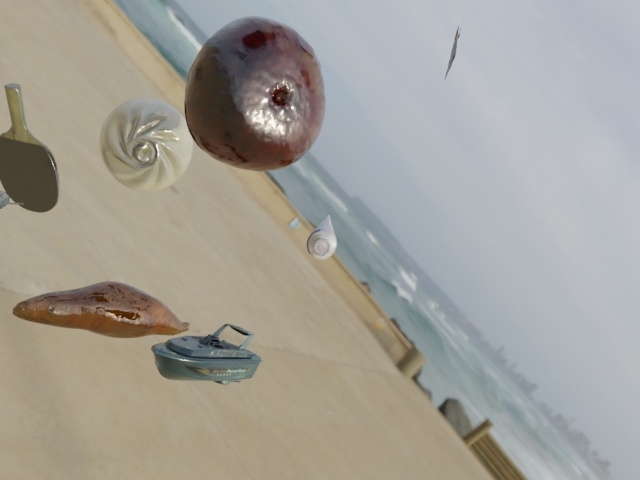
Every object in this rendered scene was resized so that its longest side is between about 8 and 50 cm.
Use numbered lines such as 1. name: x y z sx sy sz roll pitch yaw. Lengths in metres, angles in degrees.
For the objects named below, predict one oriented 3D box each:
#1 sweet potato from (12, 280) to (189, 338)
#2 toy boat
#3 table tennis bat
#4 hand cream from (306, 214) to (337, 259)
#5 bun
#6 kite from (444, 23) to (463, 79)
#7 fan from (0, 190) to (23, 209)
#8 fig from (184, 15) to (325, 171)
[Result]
1. sweet potato: -0.414 0.137 1.347 0.359 0.112 0.112 19 22 -38
2. toy boat: -0.195 0.191 1.138 0.092 0.103 0.246 17 0 31
3. table tennis bat: -0.539 -0.161 1.222 0.138 0.247 0.022 13 32 15
4. hand cream: 0.000 0.000 1.221 0.053 0.084 0.142 22 8 -7
5. bun: -0.319 -0.174 1.242 0.173 0.173 0.120 47 2 -18
6. kite: 0.191 -0.268 0.967 0.004 0.090 0.122 15 32 3
7. fan: -0.559 -0.060 1.166 0.080 0.060 0.003 25 -36 29
8. fig: -0.106 -0.223 1.051 0.214 0.235 0.235 43 0 37
